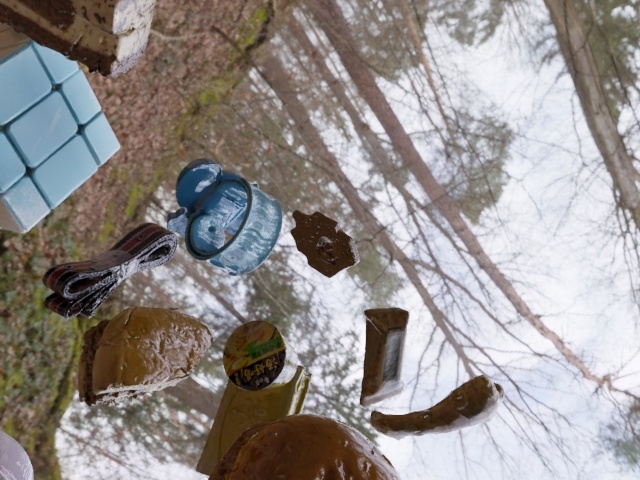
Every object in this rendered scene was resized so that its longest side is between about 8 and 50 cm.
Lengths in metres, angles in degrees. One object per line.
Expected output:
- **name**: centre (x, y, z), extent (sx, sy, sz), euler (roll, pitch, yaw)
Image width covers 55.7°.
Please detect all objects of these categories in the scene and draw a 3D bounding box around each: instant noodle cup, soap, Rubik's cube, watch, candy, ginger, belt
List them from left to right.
- **Rubik's cube**: centre (-0.688, -0.246, 1.277), extent (0.319, 0.316, 0.322), euler (11, -134, 27)
- **belt**: centre (-0.497, 0.061, 1.466), extent (0.094, 0.126, 0.359), euler (17, -143, 29)
- **watch**: centre (-0.170, -0.027, 1.114), extent (0.211, 0.211, 0.193), euler (-38, -134, 4)
- **soap**: centre (-0.160, 0.443, 1.483), extent (0.199, 0.091, 0.315), euler (10, -116, 23)
- **instant noodle cup**: centre (-0.125, 0.263, 1.342), extent (0.151, 0.122, 0.151), euler (-6, -113, 15)
- **candy**: centre (0.169, 0.304, 1.589), extent (0.143, 0.271, 0.101), euler (-4, -165, -25)
- **ginger**: centre (0.252, 0.364, 1.294), extent (0.294, 0.131, 0.086), euler (-15, -135, 3)

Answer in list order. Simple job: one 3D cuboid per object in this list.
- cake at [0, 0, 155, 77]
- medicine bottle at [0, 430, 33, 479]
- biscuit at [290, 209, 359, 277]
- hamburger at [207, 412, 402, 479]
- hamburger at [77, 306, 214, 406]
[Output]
- **cake**: centre (-0.320, -0.312, 0.750), extent (0.112, 0.246, 0.135), euler (-64, 175, 36)
- **medicine bottle**: centre (-0.460, 0.378, 0.665), extent (0.213, 0.213, 0.378), euler (-39, -163, 1)
- **biscuit**: centre (0.001, -0.001, 1.651), extent (0.182, 0.215, 0.034), euler (-33, -170, 45)
- **hamburger**: centre (-0.011, 0.399, 0.844), extent (0.170, 0.314, 0.290), euler (-37, -157, 51)
- **hamburger**: centre (-0.339, 0.218, 1.170), extent (0.155, 0.245, 0.282), euler (-23, -148, 28)
